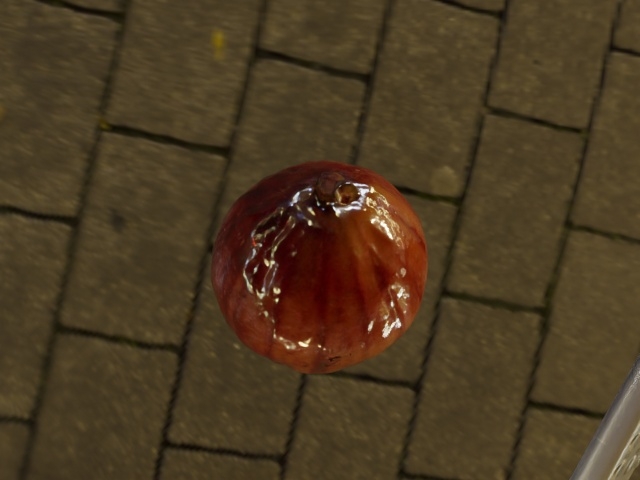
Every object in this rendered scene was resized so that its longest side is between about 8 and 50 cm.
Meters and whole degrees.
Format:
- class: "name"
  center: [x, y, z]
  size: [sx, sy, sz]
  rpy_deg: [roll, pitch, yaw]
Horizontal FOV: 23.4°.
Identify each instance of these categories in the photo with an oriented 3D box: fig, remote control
- class: "fig"
  center: [-0.007, 0.012, 0.873]
  size: [0.150, 0.128, 0.128]
  rpy_deg: [24, 90, -62]
- class: "remote control"
  center: [0.157, 0.136, 0.856]
  size: [0.067, 0.029, 0.261]
  rpy_deg: [-4, 123, -62]
